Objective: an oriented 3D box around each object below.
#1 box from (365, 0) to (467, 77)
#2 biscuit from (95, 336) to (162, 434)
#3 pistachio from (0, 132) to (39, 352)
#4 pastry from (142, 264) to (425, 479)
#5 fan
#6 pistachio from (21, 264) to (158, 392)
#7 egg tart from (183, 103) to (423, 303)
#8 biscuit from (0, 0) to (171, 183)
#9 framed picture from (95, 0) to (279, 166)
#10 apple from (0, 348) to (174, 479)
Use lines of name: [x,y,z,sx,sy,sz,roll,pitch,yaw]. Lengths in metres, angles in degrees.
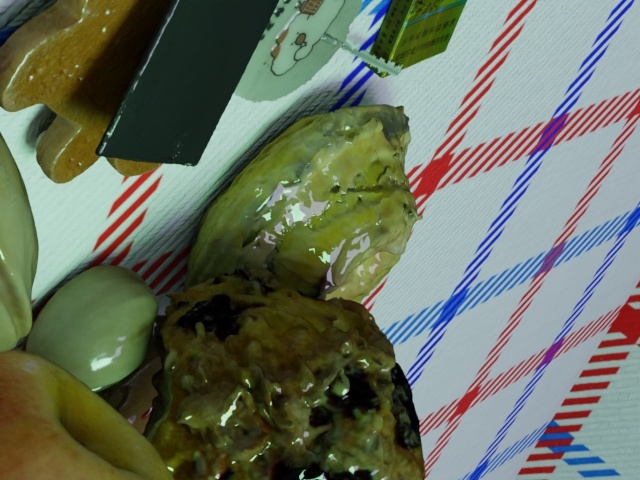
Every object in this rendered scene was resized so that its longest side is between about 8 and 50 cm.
box: [0.124,-0.271,1.885,0.121,0.030,0.193,-28,149,-46]
biscuit: [-0.183,0.174,1.995,0.184,0.035,0.249,-52,159,3]
pistachio: [-0.287,-0.021,1.249,0.162,0.181,0.293,-38,147,-21]
pastry: [-0.048,0.247,1.745,0.292,0.337,0.405,-149,-101,-87]
fan: [0.013,-0.201,1.761,0.190,0.009,0.329,-54,153,9]
pistachio: [-0.221,0.090,1.688,0.149,0.113,0.113,-31,152,-31]
egg tart: [0.000,0.000,1.930,0.352,0.150,0.352,-41,160,-18]
biscuit: [-0.173,-0.140,1.470,0.205,0.049,0.324,-49,159,-1]
framed picture: [-0.074,-0.210,1.484,0.323,0.013,0.244,-63,168,7]
apple: [-0.283,0.273,1.484,0.364,0.364,0.364,-42,158,-22]
